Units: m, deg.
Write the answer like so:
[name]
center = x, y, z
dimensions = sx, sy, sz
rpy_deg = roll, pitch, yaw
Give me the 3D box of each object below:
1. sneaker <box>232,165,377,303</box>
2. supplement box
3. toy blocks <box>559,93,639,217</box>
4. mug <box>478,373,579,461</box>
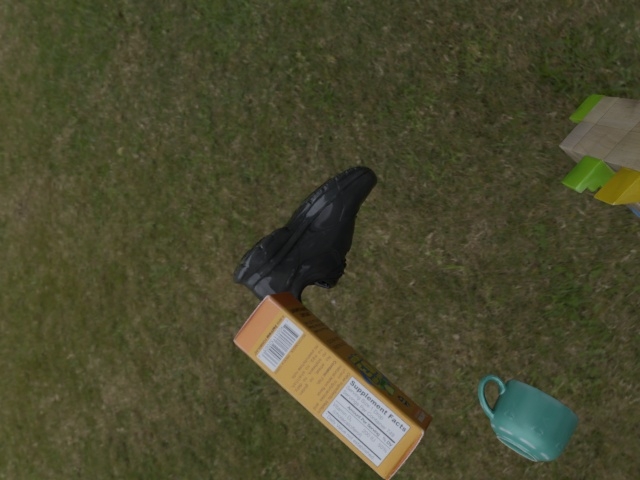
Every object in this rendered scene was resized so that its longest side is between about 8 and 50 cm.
[sneaker]
center = 0.000, 0.000, 0.890
dimensions = 0.130, 0.286, 0.109
rpy_deg = 47, 159, -4
[supplement box]
center = 0.015, 0.161, 0.673
dimensions = 0.233, 0.078, 0.080
rpy_deg = 41, 99, 14
[toy blocks]
center = 0.489, -0.060, 0.753
dimensions = 0.261, 0.381, 0.191
rpy_deg = 38, 102, -11
[mug]
center = 0.350, 0.312, 1.007
dimensions = 0.158, 0.129, 0.097
rpy_deg = 21, 72, 42
